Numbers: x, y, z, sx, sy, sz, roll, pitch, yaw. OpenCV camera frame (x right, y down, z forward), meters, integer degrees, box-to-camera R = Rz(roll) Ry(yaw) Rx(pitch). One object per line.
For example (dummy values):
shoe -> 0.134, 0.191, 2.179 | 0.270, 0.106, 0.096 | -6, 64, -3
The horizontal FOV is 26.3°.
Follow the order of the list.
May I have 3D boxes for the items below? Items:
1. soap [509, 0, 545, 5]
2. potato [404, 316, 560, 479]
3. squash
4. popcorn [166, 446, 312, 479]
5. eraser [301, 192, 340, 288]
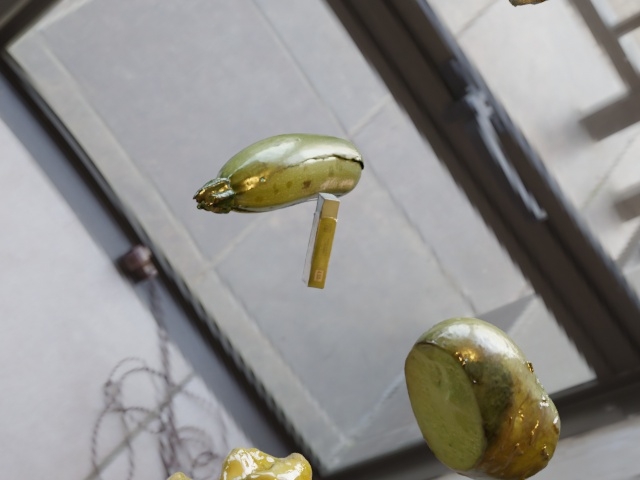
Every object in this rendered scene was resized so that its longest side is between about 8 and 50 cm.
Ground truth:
soap -> 0.203, -0.256, 0.968 | 0.315, 0.199, 0.091 | -75, 144, -70
potato -> 0.201, 0.205, 1.743 | 0.298, 0.141, 0.176 | 48, 52, -36
squash -> -0.045, -0.086, 1.697 | 0.341, 0.094, 0.094 | -14, 80, -55
popcorn -> -0.069, 0.382, 1.479 | 0.297, 0.315, 0.281 | 26, 27, 12
eraser -> 0.000, 0.000, 1.253 | 0.019, 0.038, 0.083 | 10, 100, -9
